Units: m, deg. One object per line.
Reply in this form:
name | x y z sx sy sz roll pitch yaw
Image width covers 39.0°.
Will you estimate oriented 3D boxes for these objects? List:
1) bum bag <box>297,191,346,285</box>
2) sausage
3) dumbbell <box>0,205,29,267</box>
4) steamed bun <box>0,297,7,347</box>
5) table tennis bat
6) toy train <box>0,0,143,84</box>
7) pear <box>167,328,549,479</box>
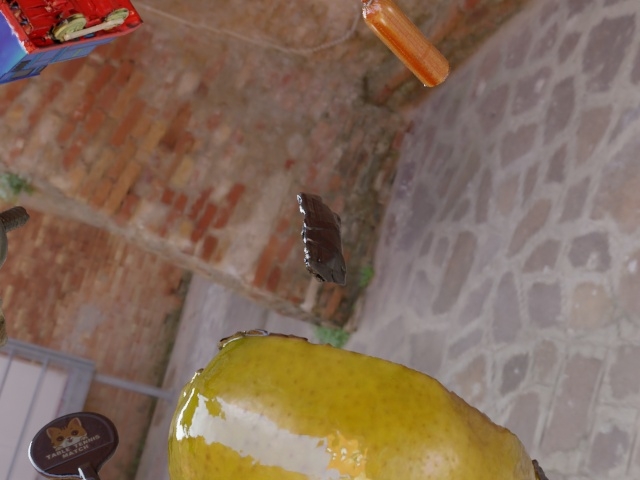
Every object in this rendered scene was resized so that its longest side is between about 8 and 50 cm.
bum bag | 0.000 0.000 1.429 0.049 0.087 0.198 -45 32 30
sausage | 0.069 -0.174 0.771 0.031 0.107 0.031 -29 41 30
dumbbell | -0.327 0.014 0.732 0.082 0.081 0.254 -65 -12 25
steamed bun | -0.535 0.102 1.308 0.144 0.218 0.211 -33 13 -18
table tennis bat | -0.401 0.368 1.515 0.236 0.150 0.027 42 144 48
toy train | -0.330 -0.272 1.134 0.131 0.083 0.204 -31 2 33
pear | 0.022 0.271 0.858 0.340 0.386 0.191 -50 15 51
